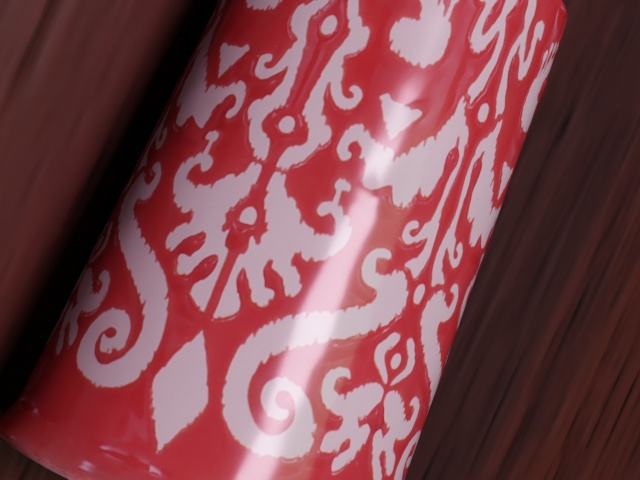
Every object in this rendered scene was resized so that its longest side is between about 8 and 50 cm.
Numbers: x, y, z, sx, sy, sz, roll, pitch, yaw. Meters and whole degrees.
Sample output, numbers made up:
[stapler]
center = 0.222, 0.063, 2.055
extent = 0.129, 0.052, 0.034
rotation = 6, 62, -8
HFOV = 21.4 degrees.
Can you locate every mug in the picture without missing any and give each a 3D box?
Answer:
[mug]
center = -0.009, -0.004, 0.490
extent = 0.113, 0.150, 0.169
rotation = 23, 87, -9
